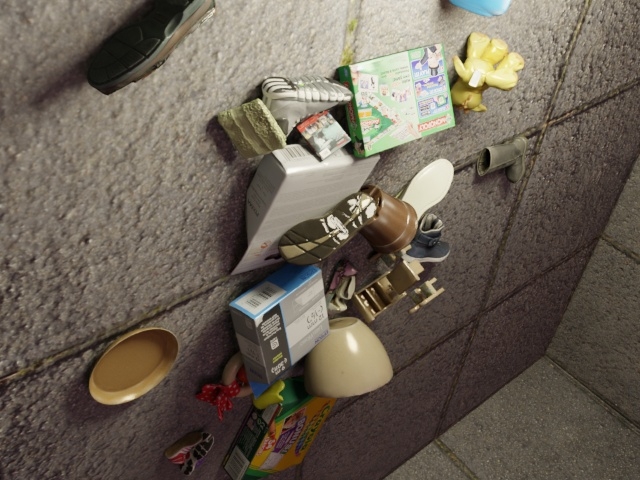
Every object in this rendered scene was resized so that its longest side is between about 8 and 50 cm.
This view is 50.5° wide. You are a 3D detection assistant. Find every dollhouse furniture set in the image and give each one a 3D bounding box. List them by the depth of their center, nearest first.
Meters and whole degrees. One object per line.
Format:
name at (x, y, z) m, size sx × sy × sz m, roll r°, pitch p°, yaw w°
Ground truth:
dollhouse furniture set at (0.218, 0.144, 2.113) m, size 0.161 × 0.212 × 0.242 m, roll -31°, pitch 170°, yaw -28°

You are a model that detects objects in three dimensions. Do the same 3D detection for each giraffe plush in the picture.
giraffe plush at (0.420, -0.426, 1.832) m, size 0.210 × 0.181 × 0.170 m, roll -43°, pitch 170°, yaw -27°

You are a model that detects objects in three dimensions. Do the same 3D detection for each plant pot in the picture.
plant pot at (-0.454, 0.298, 1.645) m, size 0.236 × 0.032 × 0.236 m, roll -29°, pitch 142°, yaw -26°
plant pot at (0.160, -0.068, 1.885) m, size 0.167 × 0.167 × 0.165 m, roll -52°, pitch 139°, yaw 4°
plant pot at (0.072, 0.351, 2.139) m, size 0.284 × 0.284 × 0.190 m, roll -18°, pitch 100°, yaw -39°

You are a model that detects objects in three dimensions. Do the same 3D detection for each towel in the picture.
towel at (-0.142, -0.230, 1.429) m, size 0.110 × 0.027 × 0.148 m, roll -18°, pitch 142°, yaw 11°

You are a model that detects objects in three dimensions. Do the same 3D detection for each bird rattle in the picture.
bird rattle at (-0.229, 0.396, 1.968) m, size 0.254 × 0.143 × 0.206 m, roll 7°, pitch 107°, yaw -37°

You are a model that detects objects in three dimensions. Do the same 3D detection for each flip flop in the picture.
flip flop at (0.020, -0.025, 1.709) m, size 0.277 × 0.112 × 0.080 m, roll -36°, pitch 173°, yaw -16°

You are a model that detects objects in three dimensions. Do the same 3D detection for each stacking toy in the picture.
stacking toy at (0.440, -0.658, 1.638) m, size 0.302 × 0.175 × 0.165 m, roll -35°, pitch 148°, yaw -44°

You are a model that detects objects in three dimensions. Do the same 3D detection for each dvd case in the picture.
dvd case at (-0.001, -0.250, 1.547) m, size 0.087 × 0.119 × 0.013 m, roll -39°, pitch 175°, yaw -16°

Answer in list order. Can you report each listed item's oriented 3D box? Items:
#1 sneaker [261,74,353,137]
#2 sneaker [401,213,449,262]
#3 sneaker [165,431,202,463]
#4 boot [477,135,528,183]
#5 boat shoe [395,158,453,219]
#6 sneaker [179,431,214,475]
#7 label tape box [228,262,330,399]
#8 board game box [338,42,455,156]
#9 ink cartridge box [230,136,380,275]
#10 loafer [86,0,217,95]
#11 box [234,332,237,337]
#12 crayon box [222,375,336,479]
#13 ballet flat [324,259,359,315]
sneaker at (-0.042, -0.289, 1.496) m, size 0.229 × 0.086 × 0.132 m, roll -5°, pitch 133°, yaw -34°
sneaker at (0.381, -0.010, 2.253) m, size 0.226 × 0.086 × 0.163 m, roll -8°, pitch 132°, yaw -44°
sneaker at (-0.401, 0.621, 2.023) m, size 0.118 × 0.042 × 0.067 m, roll -27°, pitch 138°, yaw -17°
boot at (0.609, -0.252, 2.285) m, size 0.208 × 0.076 × 0.189 m, roll -30°, pitch 129°, yaw -38°
boat shoe at (0.279, -0.117, 2.023) m, size 0.109 × 0.091 × 0.305 m, roll 38°, pitch 85°, yaw -13°
sneaker at (-0.372, 0.642, 2.077) m, size 0.170 × 0.068 × 0.071 m, roll -54°, pitch 163°, yaw 23°
label tape box at (-0.095, 0.259, 1.858) m, size 0.249 × 0.115 × 0.347 m, roll -36°, pitch 131°, yaw -34°
board game box at (0.192, -0.344, 1.644) m, size 0.317 × 0.046 × 0.213 m, roll -22°, pitch 110°, yaw -34°
ink cartridge box at (-0.060, -0.087, 1.700) m, size 0.308 × 0.091 × 0.385 m, roll -16°, pitch 151°, yaw -41°
loafer at (-0.275, -0.337, 1.159) m, size 0.267 × 0.096 × 0.084 m, roll -47°, pitch 153°, yaw -7°
box at (-0.158, 0.258, 1.928) m, size 0.169 × 0.054 × 0.059 m, roll 4°, pitch 121°, yaw -52°
crayon box at (-0.124, 0.630, 2.295) m, size 0.313 × 0.106 × 0.363 m, roll 0°, pitch 123°, yaw -49°
ballet flat at (0.057, 0.164, 2.060) m, size 0.077 × 0.079 × 0.221 m, roll -8°, pitch 129°, yaw -47°
